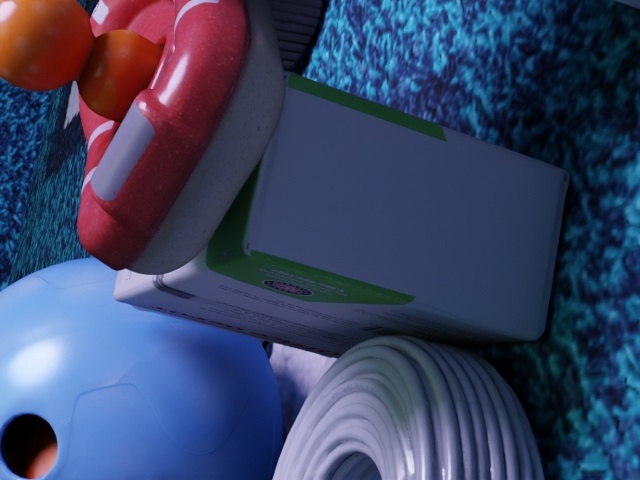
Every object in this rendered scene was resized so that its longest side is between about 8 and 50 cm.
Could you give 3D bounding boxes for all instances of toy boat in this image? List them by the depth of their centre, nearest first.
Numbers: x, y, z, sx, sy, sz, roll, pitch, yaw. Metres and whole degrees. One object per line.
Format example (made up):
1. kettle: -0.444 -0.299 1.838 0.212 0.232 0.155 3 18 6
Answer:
1. toy boat: -0.115 -0.094 0.703 0.151 0.151 0.231 -57 20 20

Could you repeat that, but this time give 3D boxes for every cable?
1. cable: 0.040 0.187 0.762 0.257 0.089 0.257 -57 28 37

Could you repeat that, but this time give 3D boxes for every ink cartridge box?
1. ink cartridge box: 0.000 0.000 0.837 0.273 0.198 0.114 -17 59 64

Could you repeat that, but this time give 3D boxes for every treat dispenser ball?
1. treat dispenser ball: -0.173 0.156 1.030 0.288 0.288 0.288 -48 34 48

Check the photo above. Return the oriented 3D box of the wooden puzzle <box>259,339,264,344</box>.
1. wooden puzzle: -0.095 0.045 1.259 0.221 0.044 0.238 -62 29 27

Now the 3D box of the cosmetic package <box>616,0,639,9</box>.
1. cosmetic package: 0.092 -0.262 0.757 0.138 0.224 0.224 -67 23 19

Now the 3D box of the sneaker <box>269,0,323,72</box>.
1. sneaker: -0.049 -0.297 1.300 0.146 0.122 0.330 178 106 -86
